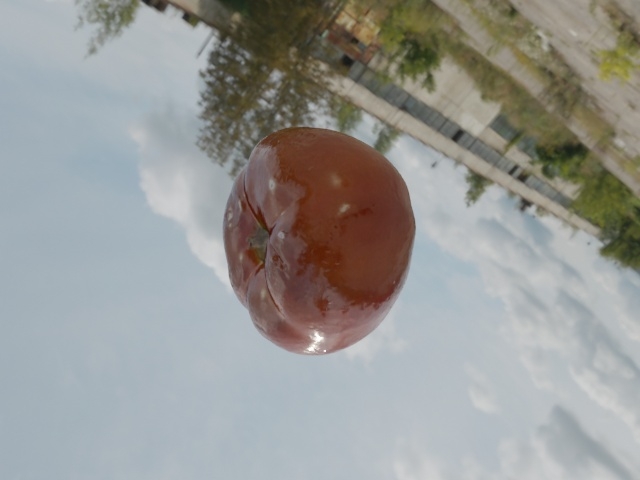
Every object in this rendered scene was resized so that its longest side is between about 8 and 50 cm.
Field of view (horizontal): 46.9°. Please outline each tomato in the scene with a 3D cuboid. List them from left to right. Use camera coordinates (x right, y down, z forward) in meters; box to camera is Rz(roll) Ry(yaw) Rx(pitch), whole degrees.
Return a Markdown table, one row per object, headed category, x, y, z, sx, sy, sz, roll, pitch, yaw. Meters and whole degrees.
| category | x | y | z | sx | sy | sz | roll | pitch | yaw |
| --- | --- | --- | --- | --- | --- | --- | --- | --- | --- |
| tomato | 0.002 | 0.000 | 0.808 | 0.179 | 0.260 | 0.260 | -6 | -142 | -23 |
